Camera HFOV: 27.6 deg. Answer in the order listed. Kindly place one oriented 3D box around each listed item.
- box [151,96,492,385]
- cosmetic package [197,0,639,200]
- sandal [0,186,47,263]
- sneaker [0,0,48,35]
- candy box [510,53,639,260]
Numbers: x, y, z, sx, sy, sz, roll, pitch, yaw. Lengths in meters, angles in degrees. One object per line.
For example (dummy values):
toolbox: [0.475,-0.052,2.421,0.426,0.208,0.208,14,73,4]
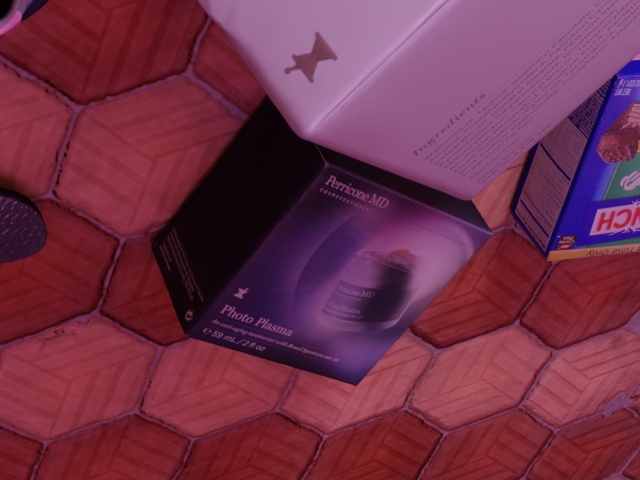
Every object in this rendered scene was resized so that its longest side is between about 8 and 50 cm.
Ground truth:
box: [0.000,0.000,1.645,0.296,0.183,0.294,20,119,-38]
cosmetic package: [0.098,-0.280,1.229,0.327,0.329,0.394,-42,158,17]
sandal: [-0.441,-0.034,1.503,0.254,0.054,0.097,7,121,-19]
sneaker: [-0.287,-0.303,1.184,0.112,0.131,0.319,27,146,7]
candy box: [0.436,-0.131,1.768,0.268,0.122,0.317,-6,135,-21]
